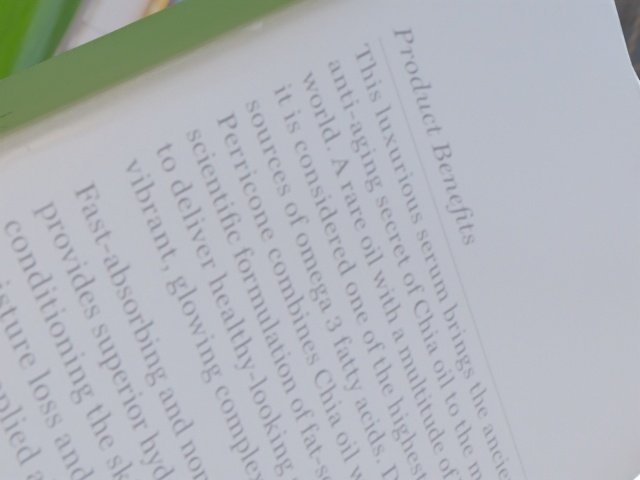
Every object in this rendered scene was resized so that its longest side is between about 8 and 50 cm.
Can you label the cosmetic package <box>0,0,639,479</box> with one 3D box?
[{"bbox_3d":[-0.075,0.059,0.457,0.453,0.230,0.161,-30,-161,-32],"label":"cosmetic package"}]
